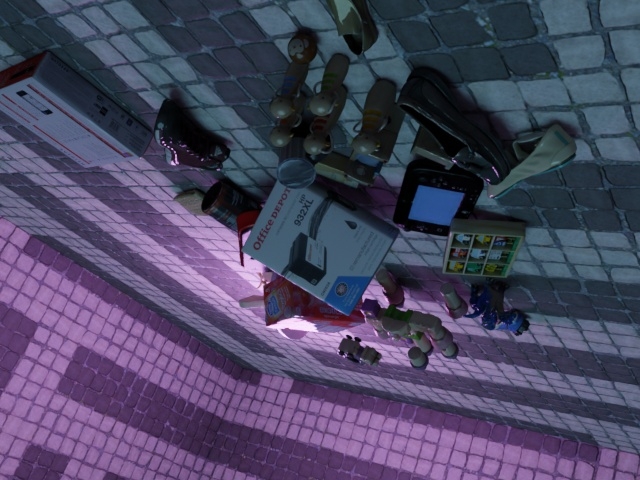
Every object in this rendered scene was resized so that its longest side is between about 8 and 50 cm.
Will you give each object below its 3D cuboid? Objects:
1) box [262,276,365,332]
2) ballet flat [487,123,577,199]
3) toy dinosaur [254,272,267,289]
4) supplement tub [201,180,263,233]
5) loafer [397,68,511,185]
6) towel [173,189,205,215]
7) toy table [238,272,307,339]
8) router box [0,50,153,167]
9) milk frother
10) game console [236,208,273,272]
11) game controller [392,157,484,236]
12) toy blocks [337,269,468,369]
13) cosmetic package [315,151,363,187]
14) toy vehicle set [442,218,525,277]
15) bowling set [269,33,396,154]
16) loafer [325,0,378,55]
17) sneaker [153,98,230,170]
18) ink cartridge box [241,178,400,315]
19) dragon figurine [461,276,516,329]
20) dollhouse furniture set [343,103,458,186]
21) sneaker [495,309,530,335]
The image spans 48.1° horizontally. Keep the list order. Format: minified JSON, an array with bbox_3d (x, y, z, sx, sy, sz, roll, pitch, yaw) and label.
[{"bbox_3d":[-0.019,0.203,2.279,0.300,0.142,0.154,11,154,-39],"label":"box"},{"bbox_3d":[0.378,-0.150,1.348,0.086,0.086,0.248,27,156,-15],"label":"ballet flat"},{"bbox_3d":[-0.201,0.142,2.614,0.092,0.053,0.183,32,154,15],"label":"toy dinosaur"},{"bbox_3d":[-0.231,-0.077,2.024,0.198,0.106,0.106,34,155,-28],"label":"supplement tub"},{"bbox_3d":[0.235,-0.185,1.295,0.267,0.084,0.096,44,155,-17],"label":"loafer"},{"bbox_3d":[-0.374,-0.114,2.174,0.110,0.027,0.148,35,156,-29],"label":"towel"},{"bbox_3d":[-0.130,0.186,2.413,0.252,0.274,0.161,-4,-170,-39],"label":"toy table"},{"bbox_3d":[-0.654,-0.324,1.857,0.301,0.082,0.335,0,150,44],"label":"router box"},{"bbox_3d":[-0.062,-0.210,1.510,0.143,0.135,0.129,28,127,-24],"label":"milk frother"},{"bbox_3d":[-0.060,0.003,2.007,0.341,0.060,0.386,-3,160,-5],"label":"game console"},{"bbox_3d":[0.258,-0.087,1.603,0.166,0.067,0.319,19,159,7],"label":"game controller"},{"bbox_3d":[0.266,0.291,2.141,0.288,0.309,0.260,11,151,34],"label":"toy blocks"},{"bbox_3d":[0.040,-0.167,1.647,0.115,0.041,0.060,20,159,3],"label":"cosmetic package"},{"bbox_3d":[0.387,0.022,1.727,0.165,0.035,0.267,3,157,7],"label":"toy vehicle set"},{"bbox_3d":[-0.026,-0.263,1.326,0.287,0.154,0.200,1,151,41],"label":"bowling set"},{"bbox_3d":[0.049,-0.360,1.168,0.056,0.050,0.148,4,153,37],"label":"loafer"},{"bbox_3d":[-0.297,-0.244,1.721,0.162,0.106,0.281,15,168,1],"label":"sneaker"},{"bbox_3d":[0.000,0.000,1.722,0.307,0.223,0.129,31,-164,7],"label":"ink cartridge box"},{"bbox_3d":[0.449,0.192,1.983,0.085,0.144,0.289,25,158,-9],"label":"dragon figurine"},{"bbox_3d":[0.161,-0.168,1.413,0.183,0.129,0.129,22,159,-3],"label":"dollhouse furniture set"},{"bbox_3d":[0.562,0.256,2.147,0.084,0.058,0.152,35,150,-10],"label":"sneaker"}]
